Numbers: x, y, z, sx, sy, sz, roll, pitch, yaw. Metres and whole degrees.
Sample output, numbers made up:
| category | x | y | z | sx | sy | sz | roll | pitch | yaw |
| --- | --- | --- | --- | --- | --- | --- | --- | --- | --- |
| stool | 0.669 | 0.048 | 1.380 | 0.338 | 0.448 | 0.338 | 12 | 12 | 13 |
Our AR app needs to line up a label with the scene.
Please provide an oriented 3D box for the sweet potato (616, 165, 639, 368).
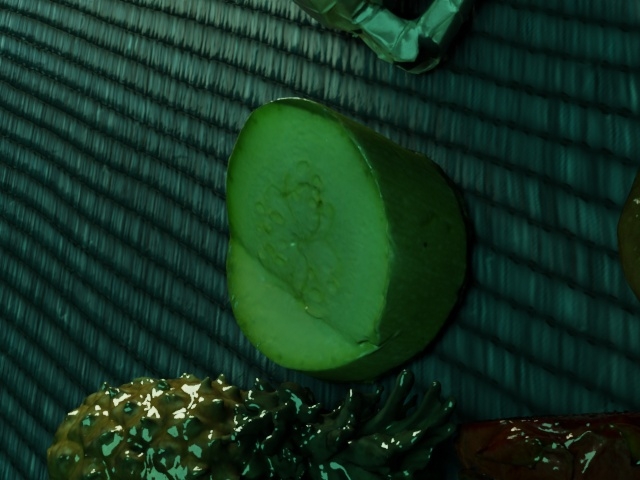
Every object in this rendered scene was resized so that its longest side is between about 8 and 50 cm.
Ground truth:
| category | x | y | z | sx | sy | sz | roll | pitch | yaw |
| --- | --- | --- | --- | --- | --- | --- | --- | --- | --- |
| sweet potato | 0.222 | 0.004 | 0.518 | 0.058 | 0.055 | 0.202 | -2 | 74 | 36 |

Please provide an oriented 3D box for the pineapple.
| category | x | y | z | sx | sy | sz | roll | pitch | yaw |
| --- | --- | --- | --- | --- | --- | --- | --- | --- | --- |
| pineapple | -0.044 | 0.164 | 0.619 | 0.340 | 0.169 | 0.169 | -17 | 67 | 23 |

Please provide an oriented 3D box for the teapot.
| category | x | y | z | sx | sy | sz | roll | pitch | yaw |
| --- | --- | --- | --- | --- | --- | --- | --- | --- | --- |
| teapot | 0.040 | -0.272 | 0.670 | 0.178 | 0.163 | 0.221 | -48 | 53 | 6 |

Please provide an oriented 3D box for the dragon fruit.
| category | x | y | z | sx | sy | sz | roll | pitch | yaw |
| --- | --- | --- | --- | --- | --- | --- | --- | --- | --- |
| dragon fruit | 0.150 | 0.162 | 0.511 | 0.162 | 0.083 | 0.106 | -10 | 73 | 32 |

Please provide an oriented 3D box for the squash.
| category | x | y | z | sx | sy | sz | roll | pitch | yaw |
| --- | --- | --- | --- | --- | --- | --- | --- | --- | --- |
| squash | 0.000 | 0.010 | 0.643 | 0.220 | 0.133 | 0.220 | -7 | 78 | 37 |
